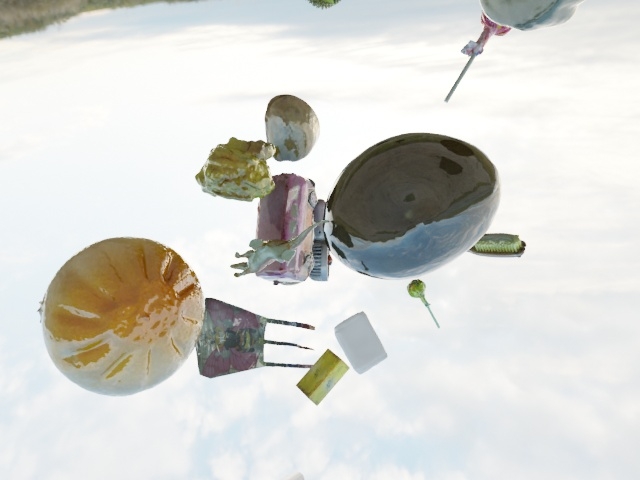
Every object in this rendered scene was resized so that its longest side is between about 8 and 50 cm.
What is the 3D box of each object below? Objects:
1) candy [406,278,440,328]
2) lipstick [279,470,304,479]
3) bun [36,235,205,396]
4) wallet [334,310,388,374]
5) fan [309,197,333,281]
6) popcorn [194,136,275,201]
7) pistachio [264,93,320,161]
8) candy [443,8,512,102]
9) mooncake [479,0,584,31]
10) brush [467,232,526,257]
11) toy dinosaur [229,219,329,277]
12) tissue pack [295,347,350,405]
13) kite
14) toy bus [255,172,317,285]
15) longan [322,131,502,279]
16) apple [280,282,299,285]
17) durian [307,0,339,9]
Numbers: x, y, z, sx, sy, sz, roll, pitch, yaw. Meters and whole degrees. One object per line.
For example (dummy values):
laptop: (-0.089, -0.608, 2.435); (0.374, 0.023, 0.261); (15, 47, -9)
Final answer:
candy: (0.339, 0.206, 1.676); (0.062, 0.194, 0.058); (-32, -164, 0)
lipstick: (-0.103, 0.703, 1.472); (0.057, 0.058, 0.357); (-6, 163, 8)
bun: (-0.342, 0.135, 0.947); (0.298, 0.299, 0.164); (-33, -165, -37)
wallet: (0.127, 0.327, 1.669); (0.124, 0.183, 0.032); (-30, -176, -9)
fan: (0.000, 0.000, 1.519); (0.074, 0.245, 0.130); (1, -168, 5)
popcorn: (-0.200, -0.169, 1.248); (0.197, 0.156, 0.197); (-4, -173, 0)
pistachio: (-0.099, -0.407, 1.872); (0.212, 0.261, 0.163); (-30, -129, -23)
candy: (0.470, -0.567, 1.546); (0.124, 0.366, 0.124); (31, -175, -3)
mooncake: (0.453, -0.573, 1.075); (0.135, 0.275, 0.275); (-18, -152, -25)
brush: (0.455, 0.007, 1.567); (0.312, 0.067, 0.072); (0, -143, 41)
toy dinosaur: (-0.079, 0.024, 0.994); (0.211, 0.057, 0.142); (-15, 172, -1)
tissue pack: (0.007, 0.473, 1.816); (0.176, 0.062, 0.095); (-46, -146, -11)
kite: (-0.163, 0.265, 1.388); (0.360, 0.205, 0.022); (10, 160, -31)
toy bus: (-0.092, -0.036, 1.389); (0.127, 0.303, 0.147); (-4, 167, 31)
longan: (0.164, -0.066, 0.989); (0.349, 0.289, 0.288); (-22, -160, 29)
apple: (-0.104, 0.058, 1.812); (0.195, 0.196, 0.196); (-8, -153, 4)
durian: (-0.012, -0.893, 1.856); (0.220, 0.095, 0.137); (40, -128, 7)
